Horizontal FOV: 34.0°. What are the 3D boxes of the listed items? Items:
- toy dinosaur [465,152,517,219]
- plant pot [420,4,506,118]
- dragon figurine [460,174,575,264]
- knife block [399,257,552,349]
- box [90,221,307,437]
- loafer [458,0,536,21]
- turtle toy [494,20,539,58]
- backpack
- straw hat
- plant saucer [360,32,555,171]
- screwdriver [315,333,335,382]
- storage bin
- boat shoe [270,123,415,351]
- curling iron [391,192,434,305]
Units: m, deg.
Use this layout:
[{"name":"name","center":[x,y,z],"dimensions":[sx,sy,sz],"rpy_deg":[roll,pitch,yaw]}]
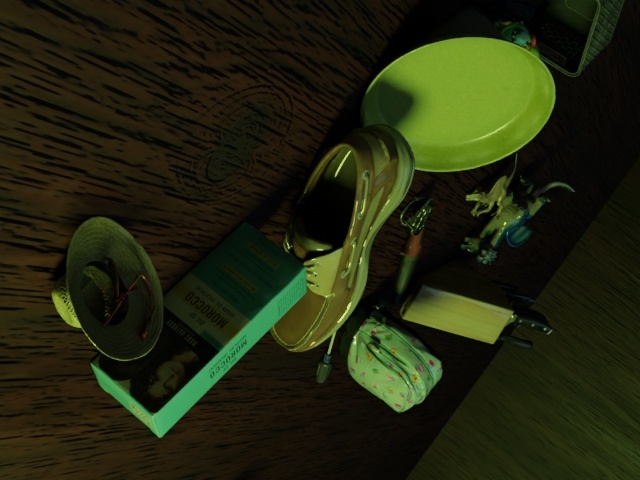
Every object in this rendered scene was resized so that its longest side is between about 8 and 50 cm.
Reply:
[{"name":"toy dinosaur","center":[0.335,-0.091,1.985],"dimensions":[0.183,0.053,0.092],"rpy_deg":[-35,152,-42]},{"name":"plant pot","center":[0.192,-0.224,1.370],"dimensions":[0.109,0.096,0.109],"rpy_deg":[-42,158,-29]},{"name":"dragon figurine","center":[0.397,-0.047,2.145],"dimensions":[0.289,0.085,0.144],"rpy_deg":[-26,150,-43]},{"name":"knife block","center":[0.319,0.146,2.067],"dimensions":[0.275,0.242,0.088],"rpy_deg":[-20,141,-57]},{"name":"box","center":[-0.132,0.095,1.176],"dimensions":[0.244,0.100,0.060],"rpy_deg":[-45,158,-24]},{"name":"loafer","center":[0.211,-0.327,1.291],"dimensions":[0.223,0.076,0.078],"rpy_deg":[3,92,-61]},{"name":"turtle toy","center":[0.276,-0.277,1.514],"dimensions":[0.095,0.066,0.130],"rpy_deg":[-60,159,20]},{"name":"backpack","center":[0.119,0.205,1.807],"dimensions":[0.115,0.182,0.152],"rpy_deg":[-43,159,-26]},{"name":"straw hat","center":[-0.212,0.052,0.971],"dimensions":[0.061,0.144,0.144],"rpy_deg":[-14,175,24]},{"name":"plant saucer","center":[0.168,-0.175,1.301],"dimensions":[0.241,0.241,0.037],"rpy_deg":[98,-9,-54]},{"name":"screwdriver","center":[0.016,0.185,1.780],"dimensions":[0.025,0.024,0.170],"rpy_deg":[-74,179,-46]},{"name":"storage bin","center":[0.362,-0.341,1.515],"dimensions":[0.084,0.122,0.180],"rpy_deg":[-46,159,-20]},{"name":"boat shoe","center":[0.000,0.000,1.309],"dimensions":[0.116,0.123,0.324],"rpy_deg":[-10,128,-53]},{"name":"curling iron","center":[0.146,0.019,1.772],"dimensions":[0.068,0.035,0.274],"rpy_deg":[-36,154,-31]}]
